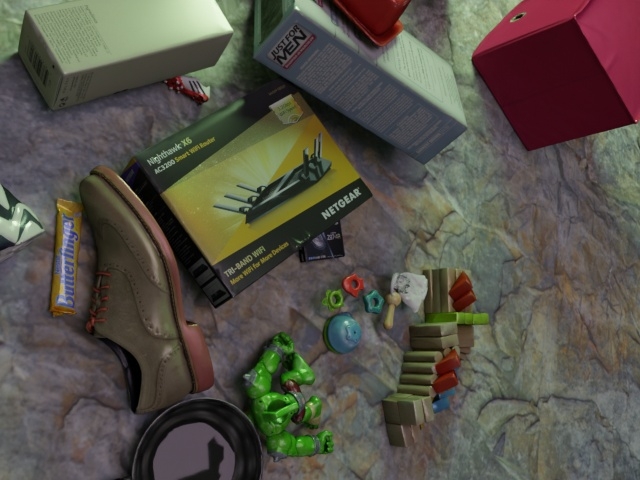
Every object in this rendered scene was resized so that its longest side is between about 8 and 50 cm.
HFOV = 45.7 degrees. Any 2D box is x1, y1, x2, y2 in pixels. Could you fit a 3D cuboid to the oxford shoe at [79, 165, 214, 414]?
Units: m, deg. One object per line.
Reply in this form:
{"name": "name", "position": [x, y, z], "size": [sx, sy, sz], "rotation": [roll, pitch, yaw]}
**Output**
{"name": "oxford shoe", "position": [-0.262, 0.072, 1.029], "size": [0.130, 0.123, 0.348], "rotation": [-26, 98, -30]}

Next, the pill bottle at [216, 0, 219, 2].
{"name": "pill bottle", "position": [-0.207, -0.406, 1.167], "size": [0.116, 0.065, 0.065], "rotation": [12, 76, -34]}

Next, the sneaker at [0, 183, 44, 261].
{"name": "sneaker", "position": [-0.453, -0.027, 0.896], "size": [0.153, 0.094, 0.235], "rotation": [54, 34, -4]}

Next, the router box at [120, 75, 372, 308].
{"name": "router box", "position": [-0.104, -0.083, 1.155], "size": [0.309, 0.081, 0.242], "rotation": [-37, 92, -33]}

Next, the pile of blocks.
{"name": "pile of blocks", "position": [0.232, 0.207, 1.363], "size": [0.149, 0.113, 0.362], "rotation": [32, 67, -28]}

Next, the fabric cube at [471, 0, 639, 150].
{"name": "fabric cube", "position": [0.522, -0.378, 1.562], "size": [0.254, 0.258, 0.259], "rotation": [-48, 110, -29]}

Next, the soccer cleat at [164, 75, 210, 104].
{"name": "soccer cleat", "position": [-0.206, -0.242, 1.169], "size": [0.083, 0.029, 0.035], "rotation": [28, 57, -30]}

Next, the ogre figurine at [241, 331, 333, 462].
{"name": "ogre figurine", "position": [-0.056, 0.250, 1.165], "size": [0.118, 0.097, 0.196], "rotation": [-18, 106, -47]}

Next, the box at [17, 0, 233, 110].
{"name": "box", "position": [-0.270, -0.282, 1.072], "size": [0.275, 0.094, 0.113], "rotation": [-24, 79, -35]}

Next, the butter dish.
{"name": "butter dish", "position": [0.090, -0.407, 1.198], "size": [0.160, 0.118, 0.160], "rotation": [45, 33, -5]}

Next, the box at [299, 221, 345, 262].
{"name": "box", "position": [0.000, 0.000, 1.285], "size": [0.083, 0.018, 0.067], "rotation": [-6, 87, -36]}

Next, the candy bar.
{"name": "candy bar", "position": [-0.346, 0.024, 1.037], "size": [0.040, 0.018, 0.161], "rotation": [8, 78, -34]}

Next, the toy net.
{"name": "toy net", "position": [0.093, 0.102, 1.324], "size": [0.232, 0.045, 0.122], "rotation": [-27, 97, -36]}

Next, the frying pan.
{"name": "frying pan", "position": [-0.223, 0.356, 1.057], "size": [0.326, 0.053, 0.197], "rotation": [-34, 101, -28]}

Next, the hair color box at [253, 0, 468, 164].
{"name": "hair color box", "position": [0.069, -0.301, 1.278], "size": [0.375, 0.114, 0.185], "rotation": [28, 40, -30]}
